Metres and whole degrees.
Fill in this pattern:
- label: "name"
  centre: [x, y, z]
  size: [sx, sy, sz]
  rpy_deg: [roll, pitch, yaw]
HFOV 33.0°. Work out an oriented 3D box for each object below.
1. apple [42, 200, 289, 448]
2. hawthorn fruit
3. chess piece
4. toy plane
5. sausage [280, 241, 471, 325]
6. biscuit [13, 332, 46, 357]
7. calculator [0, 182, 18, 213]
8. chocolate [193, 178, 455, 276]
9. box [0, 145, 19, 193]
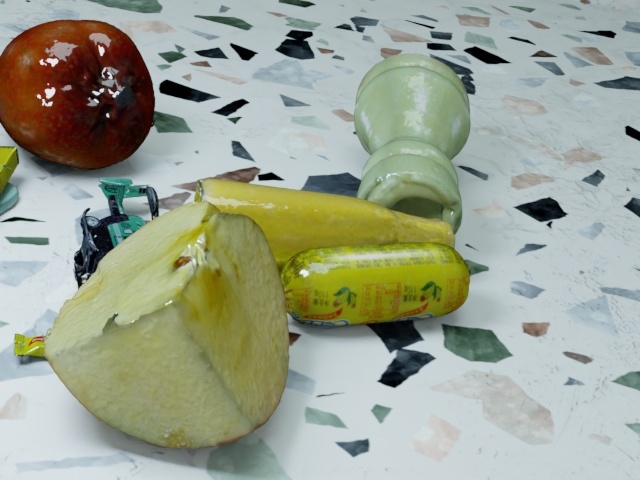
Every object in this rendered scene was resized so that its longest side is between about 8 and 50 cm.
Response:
- label: "apple"
  centre: [-0.179, 0.094, 1.413]
  size: [0.314, 0.252, 0.309]
  rpy_deg: [18, 27, -1]
- label: "hawthorn fruit"
  centre: [-0.456, -0.268, 1.948]
  size: [0.311, 0.295, 0.295]
  rpy_deg: [18, 30, 21]
- label: "chess piece"
  centre: [0.165, -0.160, 2.017]
  size: [0.234, 0.234, 0.442]
  rpy_deg: [10, 34, 0]
- label: "toy plane"
  centre: [-0.308, -0.002, 1.705]
  size: [0.155, 0.106, 0.382]
  rpy_deg: [4, 29, -22]
- label: "sausage"
  centre: [0.085, 0.067, 1.670]
  size: [0.347, 0.123, 0.123]
  rpy_deg: [-3, 32, -21]
- label: "biscuit"
  centre: [-0.279, 0.150, 1.515]
  size: [0.291, 0.026, 0.048]
  rpy_deg: [2, 24, -15]
- label: "calculator"
  centre: [-0.572, -0.065, 1.805]
  size: [0.095, 0.021, 0.153]
  rpy_deg: [22, 31, 21]
- label: "chocolate"
  centre: [0.000, 0.000, 1.765]
  size: [0.445, 0.162, 0.162]
  rpy_deg: [5, 30, -16]
- label: "box"
  centre: [-0.605, -0.074, 1.752]
  size: [0.153, 0.041, 0.279]
  rpy_deg: [2, 35, 4]
